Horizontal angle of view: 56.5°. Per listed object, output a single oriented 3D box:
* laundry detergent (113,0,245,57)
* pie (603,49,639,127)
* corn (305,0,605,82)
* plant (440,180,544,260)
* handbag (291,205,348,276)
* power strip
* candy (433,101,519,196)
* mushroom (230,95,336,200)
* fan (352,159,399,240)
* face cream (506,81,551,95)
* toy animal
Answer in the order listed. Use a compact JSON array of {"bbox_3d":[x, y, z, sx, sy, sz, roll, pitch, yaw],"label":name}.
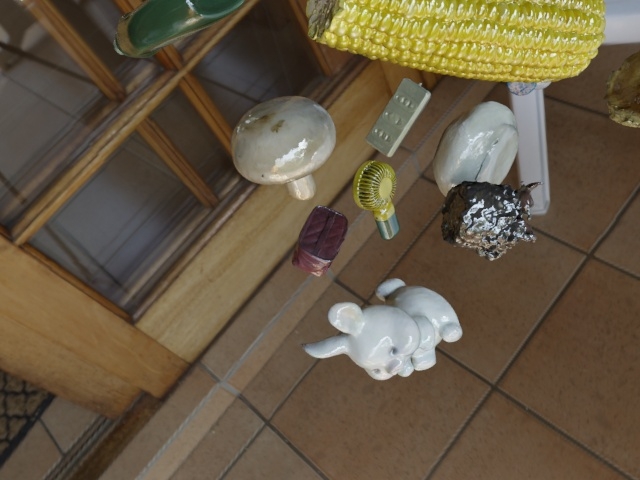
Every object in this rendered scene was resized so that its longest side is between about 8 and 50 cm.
[{"bbox_3d":[-0.187,-0.277,0.743,0.210,0.063,0.137,-7,32,44],"label":"laundry detergent"},{"bbox_3d":[0.982,-0.466,1.711,0.339,0.083,0.340,-33,35,27],"label":"pie"},{"bbox_3d":[0.113,-0.178,0.475,0.243,0.093,0.093,0,50,-18],"label":"corn"},{"bbox_3d":[0.427,-0.055,1.503,0.233,0.178,0.204,8,77,-14],"label":"plant"},{"bbox_3d":[0.000,0.000,2.019,0.146,0.135,0.225,26,56,1],"label":"handbag"},{"bbox_3d":[0.258,-0.408,1.961,0.105,0.070,0.257,36,105,13],"label":"power strip"},{"bbox_3d":[0.412,-0.240,1.630,0.295,0.295,0.185,-47,56,-10],"label":"candy"},{"bbox_3d":[-0.063,-0.165,1.153,0.207,0.215,0.207,-10,44,10],"label":"mushroom"},{"bbox_3d":[0.104,-0.063,1.002,0.039,0.155,0.082,16,53,39],"label":"fan"},{"bbox_3d":[0.460,-0.416,1.343,0.080,0.163,0.337,-42,12,37],"label":"face cream"},{"bbox_3d":[0.145,0.210,1.442,0.241,0.367,0.196,52,132,31],"label":"toy animal"}]
